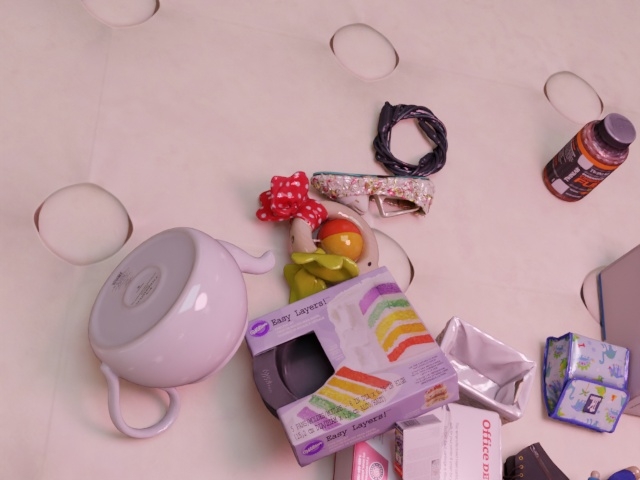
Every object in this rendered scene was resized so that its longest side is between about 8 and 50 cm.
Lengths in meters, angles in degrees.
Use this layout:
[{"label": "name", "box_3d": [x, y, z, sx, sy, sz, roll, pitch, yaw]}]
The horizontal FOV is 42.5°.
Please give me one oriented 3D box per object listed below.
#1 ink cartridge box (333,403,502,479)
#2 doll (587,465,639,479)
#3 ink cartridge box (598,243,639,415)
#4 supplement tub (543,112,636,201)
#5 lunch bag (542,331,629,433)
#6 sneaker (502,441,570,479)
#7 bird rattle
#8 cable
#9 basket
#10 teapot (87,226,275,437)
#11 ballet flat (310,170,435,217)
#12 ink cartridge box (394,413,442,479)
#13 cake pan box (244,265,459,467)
[{"label": "ink cartridge box", "box_3d": [0.148, 0.334, 1.253, 0.237, 0.100, 0.172, 14, 58, -12]}, {"label": "doll", "box_3d": [0.476, 0.427, 1.320, 0.189, 0.046, 0.129, -8, 61, -46]}, {"label": "ink cartridge box", "box_3d": [0.735, 0.193, 1.513, 0.395, 0.166, 0.285, 14, 58, -13]}, {"label": "supplement tub", "box_3d": [0.532, -0.166, 1.621, 0.106, 0.198, 0.106, 9, 60, -15]}, {"label": "lunch bag", "box_3d": [0.460, 0.248, 1.429, 0.128, 0.096, 0.151, 17, 72, -14]}, {"label": "sneaker", "box_3d": [0.302, 0.410, 1.290, 0.222, 0.083, 0.118, -18, 64, -38]}, {"label": "bird rattle", "box_3d": [0.000, 0.000, 1.403, 0.207, 0.143, 0.253, 6, 46, -31]}, {"label": "cable", "box_3d": [0.178, -0.187, 1.598, 0.150, 0.047, 0.184, 19, 54, -16]}, {"label": "basket", "box_3d": [0.251, 0.223, 1.354, 0.167, 0.103, 0.113, 30, 56, -3]}, {"label": "teapot", "box_3d": [-0.198, 0.122, 1.196, 0.187, 0.256, 0.252, 47, 22, -36]}, {"label": "ballet flat", "box_3d": [0.099, -0.081, 1.484, 0.241, 0.091, 0.077, 2, 81, -16]}, {"label": "ink cartridge box", "box_3d": [0.138, 0.308, 1.167, 0.063, 0.029, 0.115, -7, 107, -21]}, {"label": "cake pan box", "box_3d": [0.033, 0.180, 1.226, 0.267, 0.070, 0.246, -21, 43, -8]}]
